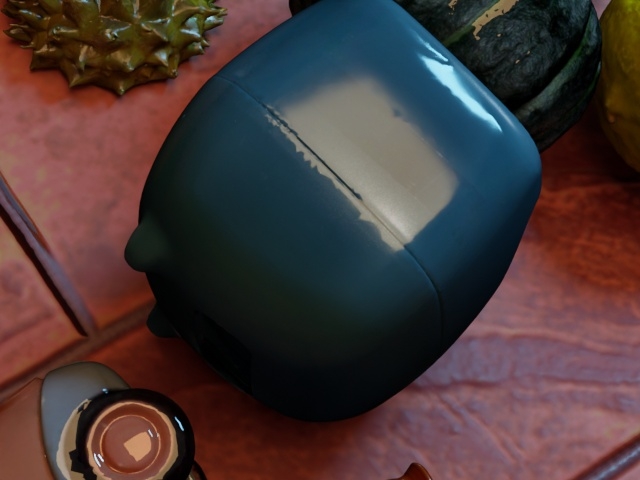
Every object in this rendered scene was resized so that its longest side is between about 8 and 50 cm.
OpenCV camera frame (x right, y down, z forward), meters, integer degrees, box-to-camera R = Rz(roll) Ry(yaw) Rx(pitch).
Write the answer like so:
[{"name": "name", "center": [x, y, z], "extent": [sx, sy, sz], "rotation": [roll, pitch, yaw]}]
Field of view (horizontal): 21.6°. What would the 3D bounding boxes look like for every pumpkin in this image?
[{"name": "pumpkin", "center": [0.082, -0.148, 1.116], "extent": [0.162, 0.220, 0.220], "rotation": [-40, 78, -14]}]

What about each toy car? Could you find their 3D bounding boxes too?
[{"name": "toy car", "center": [-0.144, 0.216, 0.951], "extent": [0.212, 0.180, 0.270], "rotation": [-22, 73, -7]}]

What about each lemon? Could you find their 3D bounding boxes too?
[{"name": "lemon", "center": [0.283, -0.120, 1.159], "extent": [0.203, 0.178, 0.178], "rotation": [-17, 71, -17]}]

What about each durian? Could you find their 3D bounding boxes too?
[{"name": "durian", "center": [-0.115, -0.195, 1.177], "extent": [0.224, 0.078, 0.140], "rotation": [-36, 77, -20]}]

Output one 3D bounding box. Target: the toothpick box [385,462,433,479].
[{"name": "toothpick box", "center": [0.035, 0.175, 1.062], "extent": [0.083, 0.047, 0.047], "rotation": [-18, 71, -17]}]

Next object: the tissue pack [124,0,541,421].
[{"name": "tissue pack", "center": [0.000, 0.000, 1.000], "extent": [0.198, 0.287, 0.206], "rotation": [44, 79, 7]}]
